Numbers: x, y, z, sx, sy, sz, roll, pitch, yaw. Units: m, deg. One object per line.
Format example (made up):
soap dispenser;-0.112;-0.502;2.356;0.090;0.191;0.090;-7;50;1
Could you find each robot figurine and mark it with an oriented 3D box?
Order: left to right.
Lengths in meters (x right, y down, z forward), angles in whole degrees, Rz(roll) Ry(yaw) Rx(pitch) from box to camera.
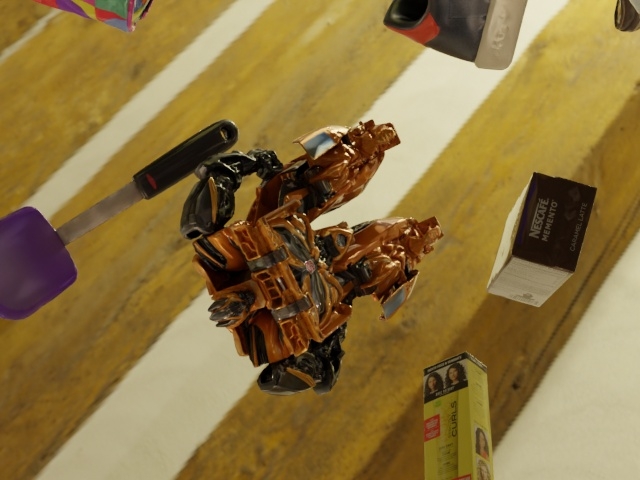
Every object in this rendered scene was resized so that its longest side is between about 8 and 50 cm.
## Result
robot figurine;0.000;0.000;0.846;0.085;0.211;0.291;-21;-170;33

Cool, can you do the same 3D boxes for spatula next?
spatula;-0.183;-0.033;0.899;0.296;0.084;0.030;-36;-170;-28

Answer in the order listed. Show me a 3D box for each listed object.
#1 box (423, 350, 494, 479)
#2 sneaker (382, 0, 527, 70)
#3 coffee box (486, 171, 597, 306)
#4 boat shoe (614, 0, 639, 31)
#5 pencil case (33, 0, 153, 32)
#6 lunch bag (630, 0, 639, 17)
box;0.194;0.278;1.424;0.087;0.058;0.232;-27;-139;33
sneaker;0.125;-0.305;0.844;0.148;0.350;0.131;14;-138;8
coffee box;0.339;0.003;1.567;0.098;0.246;0.141;16;-105;5
boat shoe;0.577;-0.553;1.906;0.130;0.355;0.132;0;-132;8
pencil case;-0.265;-0.272;0.940;0.236;0.104;0.104;19;-128;4
lunch bag;0.492;-0.358;1.138;0.303;0.115;0.243;-44;-159;-6
